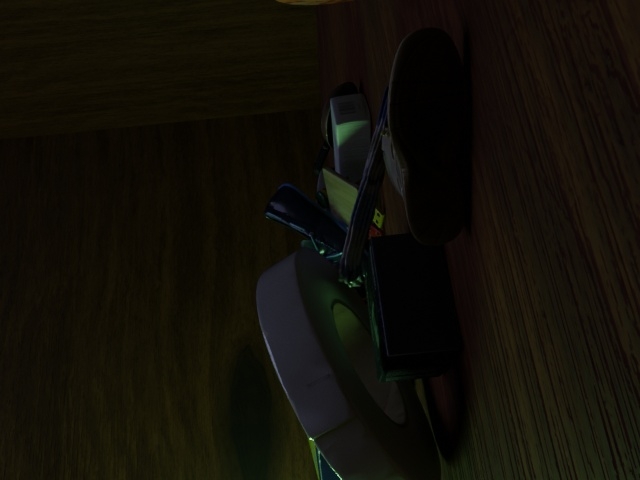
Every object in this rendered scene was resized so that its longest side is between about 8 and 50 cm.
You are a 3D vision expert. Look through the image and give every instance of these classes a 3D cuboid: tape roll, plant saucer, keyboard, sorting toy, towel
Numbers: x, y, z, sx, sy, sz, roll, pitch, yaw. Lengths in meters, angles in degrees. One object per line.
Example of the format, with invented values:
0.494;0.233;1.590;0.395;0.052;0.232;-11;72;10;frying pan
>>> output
0.046;0.190;0.904;0.392;0.072;0.392;54;-167;-19;tape roll
0.045;-0.308;1.538;0.168;0.029;0.169;-44;-35;-44;plant saucer
0.021;-0.269;1.698;0.108;0.023;0.180;105;-172;-86;keyboard
0.074;-0.092;1.412;0.274;0.046;0.132;38;150;46;sorting toy
0.078;-0.066;0.933;0.209;0.034;0.285;52;-127;-82;towel

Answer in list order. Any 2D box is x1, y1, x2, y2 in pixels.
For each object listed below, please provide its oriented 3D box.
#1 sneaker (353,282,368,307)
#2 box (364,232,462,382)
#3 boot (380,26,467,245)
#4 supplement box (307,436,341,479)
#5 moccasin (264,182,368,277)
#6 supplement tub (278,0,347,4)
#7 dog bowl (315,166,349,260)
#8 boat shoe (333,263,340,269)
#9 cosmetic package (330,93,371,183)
0.116;0.200;1.732;0.083;0.084;0.215;-97;-9;-69;sneaker
0.114;0.090;0.817;0.158;0.093;0.156;89;175;-66;box
0.104;-0.121;0.671;0.165;0.077;0.213;-94;-4;-67;boot
0.052;0.459;1.694;0.357;0.194;0.195;-113;15;-54;supplement box
0.000;0.000;1.532;0.342;0.117;0.138;40;173;30;moccasin
-0.002;-0.488;0.780;0.207;0.206;0.338;-104;7;-82;supplement tub
0.050;-0.068;1.728;0.265;0.104;0.265;3;-90;-84;dog bowl
0.099;0.192;1.838;0.104;0.110;0.308;-69;-29;-62;boat shoe
0.075;-0.213;1.476;0.117;0.085;0.231;-98;0;-45;cosmetic package
